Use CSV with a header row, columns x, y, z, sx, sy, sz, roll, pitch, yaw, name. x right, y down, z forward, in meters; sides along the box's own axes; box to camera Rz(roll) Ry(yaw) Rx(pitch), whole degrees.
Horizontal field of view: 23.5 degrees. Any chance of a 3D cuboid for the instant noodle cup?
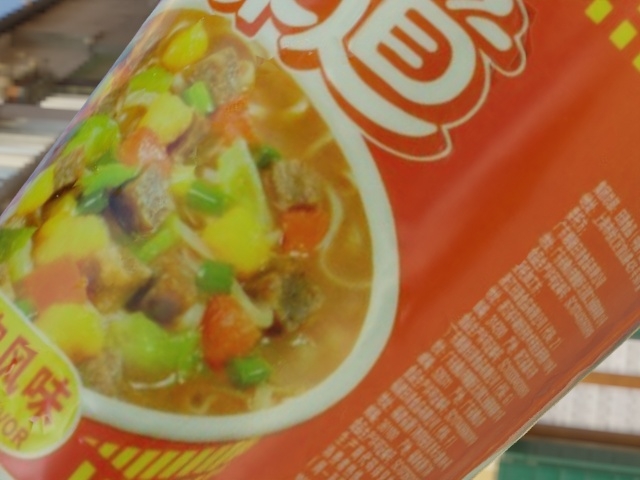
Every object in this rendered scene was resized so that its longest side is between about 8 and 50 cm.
x,y,z,sx,sy,sz,roll,pitch,yaw,name
0.000,0.000,0.418,0.212,0.193,0.193,-47,-22,-6,instant noodle cup
